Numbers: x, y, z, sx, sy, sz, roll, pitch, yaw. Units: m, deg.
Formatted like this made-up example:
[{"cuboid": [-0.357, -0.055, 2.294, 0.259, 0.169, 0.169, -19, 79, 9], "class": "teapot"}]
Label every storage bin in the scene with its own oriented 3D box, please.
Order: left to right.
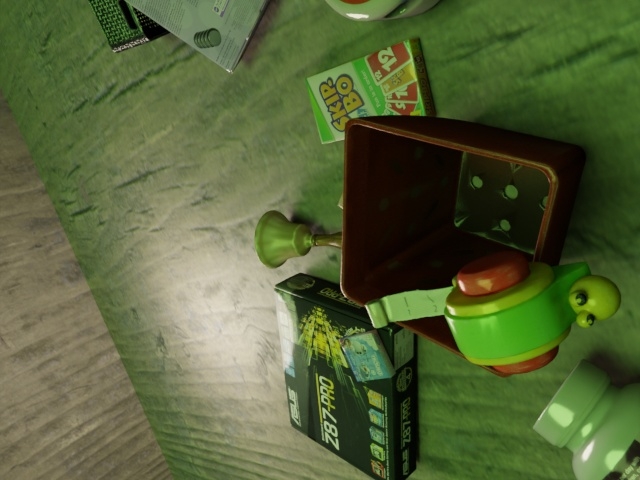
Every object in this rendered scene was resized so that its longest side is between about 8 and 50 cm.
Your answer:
[{"cuboid": [-0.396, -0.483, 1.128, 0.084, 0.180, 0.122, -14, 117, 12], "class": "storage bin"}]

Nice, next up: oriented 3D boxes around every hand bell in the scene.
[{"cuboid": [0.000, 0.000, 1.071, 0.242, 0.126, 0.126, 1, 111, 32], "class": "hand bell"}]

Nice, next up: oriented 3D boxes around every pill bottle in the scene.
[{"cuboid": [0.445, 0.294, 0.686, 0.301, 0.169, 0.169, 35, 132, 28], "class": "pill bottle"}]

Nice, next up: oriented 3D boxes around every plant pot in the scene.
[{"cuboid": [0.205, -0.034, 0.713, 0.267, 0.236, 0.267, 24, 127, 36], "class": "plant pot"}]

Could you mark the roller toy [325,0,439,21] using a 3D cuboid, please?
[{"cuboid": [0.082, -0.402, 0.715, 0.191, 0.146, 0.209, 22, 124, 37], "class": "roller toy"}]

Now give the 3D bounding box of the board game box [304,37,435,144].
[{"cuboid": [0.068, -0.243, 0.904, 0.259, 0.039, 0.124, -1, 109, 49], "class": "board game box"}]

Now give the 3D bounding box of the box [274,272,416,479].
[{"cuboid": [0.055, 0.293, 1.149, 0.318, 0.097, 0.395, 18, 121, 42], "class": "box"}]

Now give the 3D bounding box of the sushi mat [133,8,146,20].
[{"cuboid": [-0.402, -0.622, 1.204, 0.316, 0.019, 0.151, -26, 92, 50], "class": "sushi mat"}]

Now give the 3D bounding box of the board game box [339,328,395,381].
[{"cuboid": [0.087, 0.217, 0.997, 0.090, 0.020, 0.090, -24, 90, 46], "class": "board game box"}]

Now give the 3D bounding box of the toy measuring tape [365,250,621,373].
[{"cuboid": [0.143, 0.083, 0.571, 0.330, 0.121, 0.121, -16, 98, 49], "class": "toy measuring tape"}]

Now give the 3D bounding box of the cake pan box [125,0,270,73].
[{"cuboid": [-0.211, -0.478, 0.962, 0.246, 0.070, 0.267, 30, 140, -11], "class": "cake pan box"}]

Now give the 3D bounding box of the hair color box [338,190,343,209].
[{"cuboid": [0.116, -0.055, 0.936, 0.167, 0.053, 0.093, 42, 136, 25], "class": "hair color box"}]
